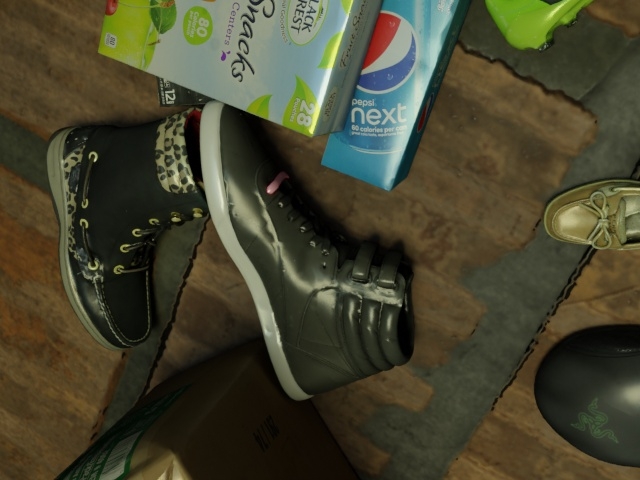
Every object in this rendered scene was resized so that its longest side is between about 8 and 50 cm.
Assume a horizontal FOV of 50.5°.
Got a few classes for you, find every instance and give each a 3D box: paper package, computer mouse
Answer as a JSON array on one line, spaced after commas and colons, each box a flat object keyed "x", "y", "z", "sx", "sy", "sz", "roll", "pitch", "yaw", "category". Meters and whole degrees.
[{"x": -0.066, "y": 0.271, "z": 0.574, "sx": 0.168, "sy": 0.325, "sz": 0.310, "roll": -32, "pitch": 92, "yaw": 9, "category": "paper package"}, {"x": 0.312, "y": 0.121, "z": 0.551, "sx": 0.272, "sy": 0.072, "sz": 0.189, "roll": -15, "pitch": 100, "yaw": 22, "category": "computer mouse"}]

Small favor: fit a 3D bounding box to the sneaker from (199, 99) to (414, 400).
[{"x": 0.000, "y": 0.000, "z": 0.612, "sx": 0.146, "sy": 0.104, "sz": 0.296, "roll": -14, "pitch": 105, "yaw": 20, "category": "sneaker"}]

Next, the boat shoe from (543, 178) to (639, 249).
[{"x": 0.259, "y": -0.018, "z": 0.543, "sx": 0.153, "sy": 0.048, "sz": 0.056, "roll": 2, "pitch": 105, "yaw": 18, "category": "boat shoe"}]

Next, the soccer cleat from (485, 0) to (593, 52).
[{"x": 0.202, "y": -0.220, "z": 0.503, "sx": 0.179, "sy": 0.060, "sz": 0.072, "roll": -41, "pitch": 88, "yaw": 26, "category": "soccer cleat"}]

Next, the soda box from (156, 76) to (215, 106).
[{"x": -0.119, "y": -0.209, "z": 0.617, "sx": 0.060, "sy": 0.053, "sz": 0.169, "roll": 0, "pitch": 105, "yaw": 18, "category": "soda box"}]

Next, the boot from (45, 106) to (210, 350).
[{"x": -0.167, "y": -0.007, "z": 0.662, "sx": 0.178, "sy": 0.085, "sz": 0.237, "roll": -7, "pitch": 99, "yaw": 28, "category": "boot"}]

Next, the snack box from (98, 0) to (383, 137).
[{"x": -0.058, "y": -0.197, "z": 0.525, "sx": 0.207, "sy": 0.070, "sz": 0.175, "roll": 23, "pitch": 111, "yaw": 16, "category": "snack box"}]

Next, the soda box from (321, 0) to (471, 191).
[{"x": 0.069, "y": -0.153, "z": 0.558, "sx": 0.067, "sy": 0.071, "sz": 0.210, "roll": 22, "pitch": 111, "yaw": 13, "category": "soda box"}]
